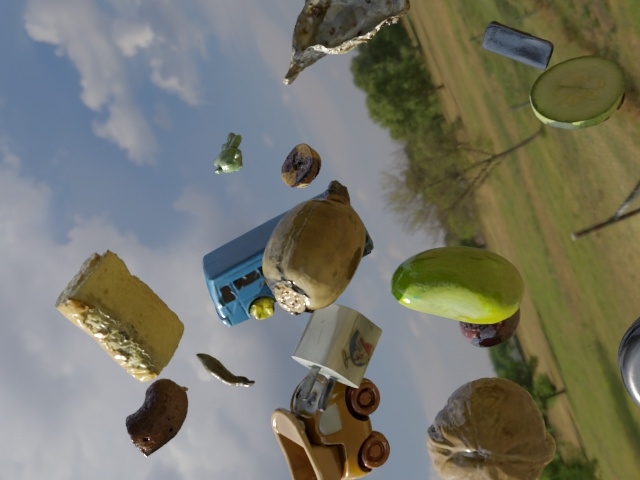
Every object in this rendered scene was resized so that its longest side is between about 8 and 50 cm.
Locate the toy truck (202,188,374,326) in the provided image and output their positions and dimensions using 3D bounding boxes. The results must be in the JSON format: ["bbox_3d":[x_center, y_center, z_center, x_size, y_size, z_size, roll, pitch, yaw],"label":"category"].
[{"bbox_3d":[-0.081,0.038,1.701,0.162,0.384,0.161,62,179,-28],"label":"toy truck"}]

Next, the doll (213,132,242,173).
[{"bbox_3d":[-0.244,-0.239,2.080,0.077,0.115,0.150,35,-155,-29],"label":"doll"}]

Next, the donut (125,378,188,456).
[{"bbox_3d":[-0.447,0.479,2.101,0.144,0.186,0.126,48,172,43],"label":"donut"}]

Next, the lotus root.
[{"bbox_3d":[0.000,0.000,1.491,0.183,0.182,0.310,59,-137,-35],"label":"lotus root"}]

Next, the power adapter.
[{"bbox_3d":[0.021,0.246,1.560,0.130,0.125,0.205,39,-111,-43],"label":"power adapter"}]

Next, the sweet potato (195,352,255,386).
[{"bbox_3d":[-0.221,0.302,1.725,0.038,0.153,0.041,-52,-14,-50],"label":"sweet potato"}]

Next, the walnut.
[{"bbox_3d":[0.409,0.482,1.817,0.333,0.332,0.333,62,-169,-22],"label":"walnut"}]

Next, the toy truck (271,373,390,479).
[{"bbox_3d":[0.023,0.432,1.723,0.204,0.211,0.288,3,108,63],"label":"toy truck"}]

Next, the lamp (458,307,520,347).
[{"bbox_3d":[0.400,0.179,1.833,0.135,0.156,0.157,35,-169,-42],"label":"lamp"}]

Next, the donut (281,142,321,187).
[{"bbox_3d":[-0.057,-0.224,2.321,0.059,0.140,0.140,18,-135,-45],"label":"donut"}]

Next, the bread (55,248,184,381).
[{"bbox_3d":[-0.597,0.231,2.274,0.375,0.165,0.237,52,-142,-26],"label":"bread"}]

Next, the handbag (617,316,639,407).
[{"bbox_3d":[0.645,0.224,1.232,0.308,0.254,0.093,33,-140,9],"label":"handbag"}]

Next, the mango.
[{"bbox_3d":[0.289,0.086,1.590,0.185,0.272,0.149,-55,-29,-63],"label":"mango"}]

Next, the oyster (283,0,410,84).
[{"bbox_3d":[0.046,-0.566,1.962,0.111,0.396,0.204,16,-122,-56],"label":"oyster"}]

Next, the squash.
[{"bbox_3d":[0.610,-0.353,1.801,0.041,0.219,0.219,60,-168,-47],"label":"squash"}]

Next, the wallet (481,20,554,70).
[{"bbox_3d":[0.438,-0.433,1.686,0.018,0.156,0.082,-56,-19,-32],"label":"wallet"}]
